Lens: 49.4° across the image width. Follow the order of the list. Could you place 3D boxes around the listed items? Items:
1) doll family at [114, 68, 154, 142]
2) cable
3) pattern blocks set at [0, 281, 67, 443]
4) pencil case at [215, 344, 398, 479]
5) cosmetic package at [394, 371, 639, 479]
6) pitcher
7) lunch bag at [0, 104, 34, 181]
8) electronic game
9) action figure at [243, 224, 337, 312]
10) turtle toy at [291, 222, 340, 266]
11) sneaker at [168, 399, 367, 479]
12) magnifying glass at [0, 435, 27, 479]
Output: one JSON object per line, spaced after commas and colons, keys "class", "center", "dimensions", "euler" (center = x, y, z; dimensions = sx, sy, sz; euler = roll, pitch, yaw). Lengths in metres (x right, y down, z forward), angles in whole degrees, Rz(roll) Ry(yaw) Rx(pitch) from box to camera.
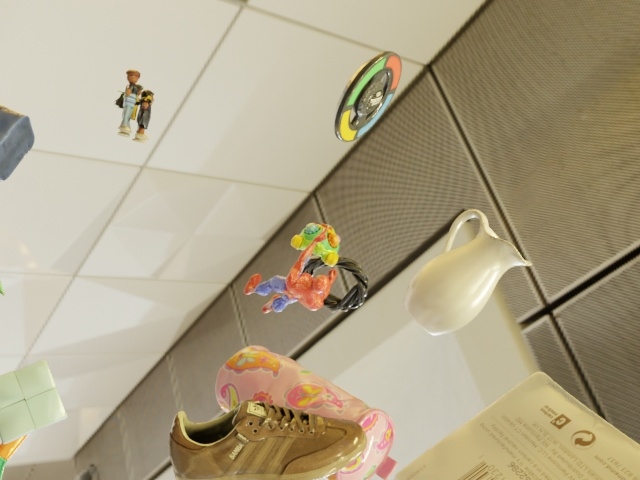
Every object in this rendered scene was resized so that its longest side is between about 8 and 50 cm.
{"class": "doll family", "center": [-0.345, -0.250, 1.301], "dimensions": [0.193, 0.076, 0.111], "euler": [-169, -87, -68]}
{"class": "cable", "center": [0.033, 0.098, 1.565], "dimensions": [0.184, 0.047, 0.151], "euler": [-8, -66, 38]}
{"class": "pattern blocks set", "center": [-0.349, 0.105, 0.436], "dimensions": [0.285, 0.324, 0.026], "euler": [57, -27, 2]}
{"class": "pencil case", "center": [-0.025, 0.245, 0.982], "dimensions": [0.284, 0.124, 0.124], "euler": [18, -81, 42]}
{"class": "cosmetic package", "center": [0.388, 0.506, 1.136], "dimensions": [0.394, 0.327, 0.329], "euler": [61, -10, -27]}
{"class": "pitcher", "center": [0.240, 0.053, 1.228], "dimensions": [0.207, 0.125, 0.178], "euler": [-44, -144, 13]}
{"class": "lunch bag", "center": [-0.432, -0.136, 0.925], "dimensions": [0.067, 0.065, 0.098], "euler": [107, 5, -55]}
{"class": "electronic game", "center": [0.109, -0.322, 1.573], "dimensions": [0.048, 0.229, 0.229], "euler": [37, -62, 19]}
{"class": "action figure", "center": [-0.033, 0.061, 1.253], "dimensions": [0.139, 0.091, 0.280], "euler": [-49, -165, -19]}
{"class": "turtle toy", "center": [0.000, 0.000, 1.342], "dimensions": [0.066, 0.095, 0.130], "euler": [-63, 177, 3]}
{"class": "sneaker", "center": [-0.050, 0.186, 0.659], "dimensions": [0.066, 0.188, 0.071], "euler": [-114, -165, -73]}
{"class": "magnifying glass", "center": [-0.572, 0.397, 1.214], "dimensions": [0.231, 0.092, 0.026], "euler": [-54, -152, -15]}
